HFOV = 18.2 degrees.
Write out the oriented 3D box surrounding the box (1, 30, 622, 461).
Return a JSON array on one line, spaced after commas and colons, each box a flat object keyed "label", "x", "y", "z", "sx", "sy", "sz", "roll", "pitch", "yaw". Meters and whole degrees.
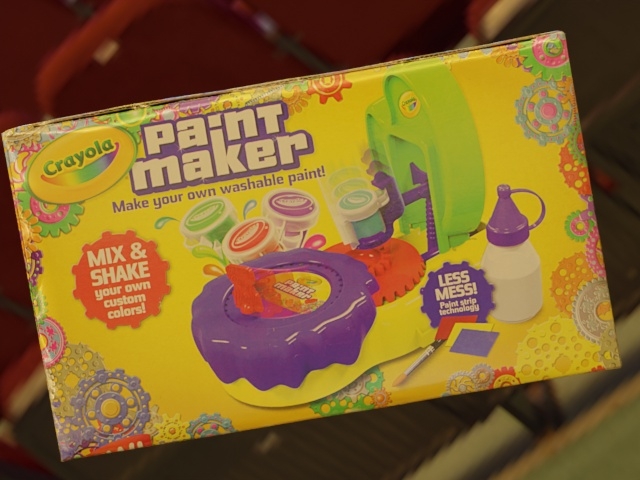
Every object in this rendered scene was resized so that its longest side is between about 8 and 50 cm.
[{"label": "box", "x": 0.000, "y": 0.000, "z": 1.126, "sx": 0.290, "sy": 0.177, "sz": 0.279, "roll": -10, "pitch": 0, "yaw": 3}]
